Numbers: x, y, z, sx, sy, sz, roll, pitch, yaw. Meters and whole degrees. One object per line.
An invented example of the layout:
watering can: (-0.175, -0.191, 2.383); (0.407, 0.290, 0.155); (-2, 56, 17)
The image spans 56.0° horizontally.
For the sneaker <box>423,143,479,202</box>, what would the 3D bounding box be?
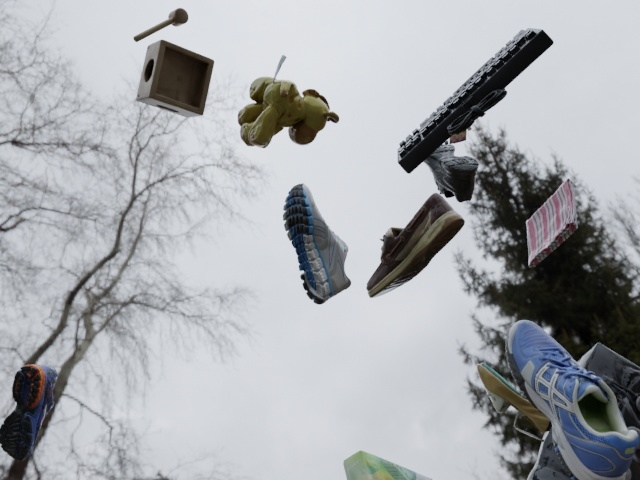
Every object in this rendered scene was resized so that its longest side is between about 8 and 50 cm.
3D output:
sneaker: (0.356, -0.195, 1.723); (0.109, 0.286, 0.130); (-9, -64, -7)

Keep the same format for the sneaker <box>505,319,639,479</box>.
sneaker: (0.280, 0.165, 0.671); (0.080, 0.211, 0.081); (-5, -48, -17)

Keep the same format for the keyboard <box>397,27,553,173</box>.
keyboard: (0.146, -0.139, 0.598); (0.023, 0.108, 0.180); (41, -70, -15)

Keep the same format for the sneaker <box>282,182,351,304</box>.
sneaker: (0.000, 0.000, 0.957); (0.083, 0.190, 0.071); (-18, 6, -32)

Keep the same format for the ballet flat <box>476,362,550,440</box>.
ballet flat: (0.411, 0.350, 1.262); (0.073, 0.232, 0.080); (-53, -30, -3)

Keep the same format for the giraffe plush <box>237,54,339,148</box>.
giraffe plush: (-0.061, -0.282, 1.336); (0.171, 0.181, 0.210); (18, -54, -33)

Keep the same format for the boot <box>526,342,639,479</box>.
boot: (0.543, 0.446, 1.055); (0.367, 0.445, 0.146); (46, -42, 4)

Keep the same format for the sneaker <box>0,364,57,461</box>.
sneaker: (-0.609, 0.365, 1.281); (0.083, 0.087, 0.221); (22, -84, 15)

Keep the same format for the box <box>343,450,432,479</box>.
box: (0.167, 0.561, 1.092); (0.232, 0.322, 0.058); (33, -66, -33)

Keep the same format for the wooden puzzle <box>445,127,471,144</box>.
wooden puzzle: (0.360, -0.279, 1.576); (0.006, 0.049, 0.083); (20, -20, -40)

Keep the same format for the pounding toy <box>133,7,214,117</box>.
pounding toy: (-0.334, -0.395, 1.310); (0.181, 0.206, 0.094); (13, -2, -37)

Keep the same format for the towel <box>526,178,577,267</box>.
towel: (0.553, -0.040, 1.460); (0.029, 0.144, 0.197); (16, -35, -7)

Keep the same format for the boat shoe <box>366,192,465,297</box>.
boat shoe: (0.215, 0.015, 1.534); (0.123, 0.123, 0.342); (-12, -30, -44)
